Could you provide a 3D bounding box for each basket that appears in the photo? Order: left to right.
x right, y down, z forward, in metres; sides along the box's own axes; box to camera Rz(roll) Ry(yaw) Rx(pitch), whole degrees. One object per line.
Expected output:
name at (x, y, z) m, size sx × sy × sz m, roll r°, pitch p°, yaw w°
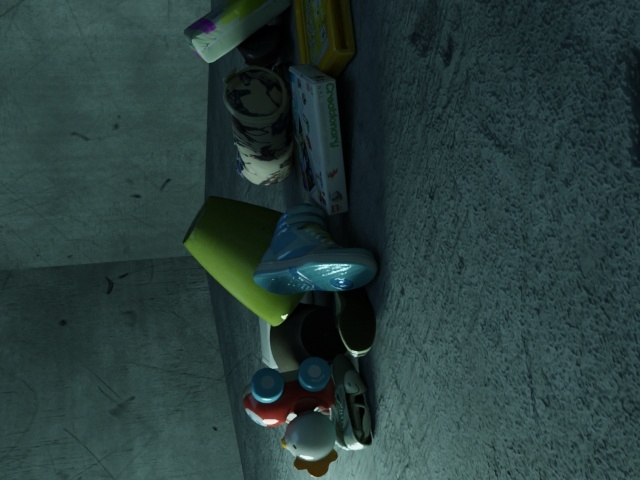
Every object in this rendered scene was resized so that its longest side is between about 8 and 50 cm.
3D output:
basket at (-0.021, 0.237, 1.847) m, size 0.227 × 0.154 × 0.204 m, roll 149°, pitch 113°, yaw -69°

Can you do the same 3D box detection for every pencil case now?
pencil case at (-0.163, -0.295, 2.019) m, size 0.160 × 0.184 × 0.410 m, roll -61°, pitch -9°, yaw -18°

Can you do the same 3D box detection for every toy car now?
toy car at (-0.052, 0.415, 1.718) m, size 0.219 × 0.210 × 0.238 m, roll 103°, pitch 153°, yaw -62°

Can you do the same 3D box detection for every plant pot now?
plant pot at (-0.177, 0.022, 1.879) m, size 0.274 × 0.294 × 0.275 m, roll -54°, pitch 15°, yaw 23°

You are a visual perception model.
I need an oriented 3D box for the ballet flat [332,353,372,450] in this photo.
ballet flat at (0.078, 0.352, 1.691) m, size 0.068 × 0.072 × 0.213 m, roll -21°, pitch 72°, yaw 46°

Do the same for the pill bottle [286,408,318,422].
pill bottle at (-0.048, 0.408, 2.037) m, size 0.221 × 0.121 × 0.121 m, roll 115°, pitch 148°, yaw -61°

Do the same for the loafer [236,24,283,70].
loafer at (-0.162, -0.550, 2.238) m, size 0.366 × 0.134 × 0.130 m, roll -105°, pitch -8°, yaw -67°

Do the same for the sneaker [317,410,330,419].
sneaker at (0.002, 0.521, 2.003) m, size 0.075 × 0.057 × 0.161 m, roll -103°, pitch 19°, yaw -49°

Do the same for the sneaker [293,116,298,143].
sneaker at (-0.039, -0.313, 1.921) m, size 0.084 × 0.058 × 0.152 m, roll 105°, pitch 164°, yaw -72°

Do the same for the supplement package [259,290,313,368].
supplement package at (-0.096, 0.219, 2.136) m, size 0.139 × 0.134 × 0.244 m, roll -175°, pitch 81°, yaw -75°

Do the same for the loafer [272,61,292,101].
loafer at (-0.113, -0.437, 2.108) m, size 0.267 × 0.084 × 0.096 m, roll -128°, pitch 36°, yaw -64°

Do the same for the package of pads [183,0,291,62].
package of pads at (-0.239, -0.625, 2.163) m, size 0.101 × 0.296 × 0.229 m, roll 55°, pitch 177°, yaw -24°

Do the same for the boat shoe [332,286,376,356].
boat shoe at (0.069, 0.165, 1.631) m, size 0.223 × 0.080 × 0.073 m, roll -103°, pitch 11°, yaw -47°

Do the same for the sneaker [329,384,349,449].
sneaker at (0.052, 0.403, 1.784) m, size 0.076 × 0.065 × 0.166 m, roll 112°, pitch 149°, yaw -51°

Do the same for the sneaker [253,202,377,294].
sneaker at (0.000, 0.000, 1.663) m, size 0.319 × 0.127 × 0.208 m, roll -7°, pitch 55°, yaw 38°

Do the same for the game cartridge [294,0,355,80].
game cartridge at (-0.002, -0.497, 1.746) m, size 0.324 × 0.053 × 0.285 m, roll 148°, pitch 117°, yaw -72°

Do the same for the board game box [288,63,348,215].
board game box at (-0.005, -0.230, 1.734) m, size 0.193 × 0.053 × 0.305 m, roll -129°, pitch 29°, yaw -60°
